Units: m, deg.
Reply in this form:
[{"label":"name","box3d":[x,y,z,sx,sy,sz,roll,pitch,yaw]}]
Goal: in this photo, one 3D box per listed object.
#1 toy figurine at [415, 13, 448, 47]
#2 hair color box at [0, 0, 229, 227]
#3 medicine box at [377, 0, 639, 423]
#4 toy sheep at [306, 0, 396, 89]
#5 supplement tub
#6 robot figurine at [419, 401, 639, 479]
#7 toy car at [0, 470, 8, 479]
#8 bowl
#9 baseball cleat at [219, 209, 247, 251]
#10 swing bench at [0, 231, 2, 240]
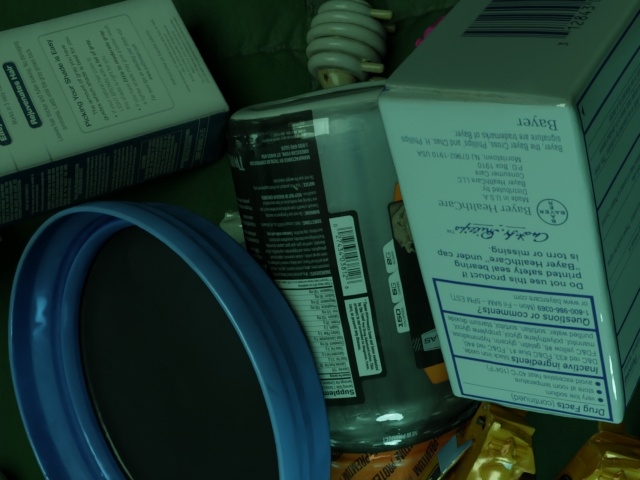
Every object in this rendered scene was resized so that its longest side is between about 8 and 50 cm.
[{"label":"toy figurine","box3d":[0.165,-0.163,1.219,0.159,0.130,0.173,-11,102,43]},{"label":"hair color box","box3d":[-0.290,-0.128,1.344,0.173,0.347,0.105,62,156,23]},{"label":"medicine box","box3d":[0.192,-0.054,1.010,0.149,0.263,0.289,6,128,31]},{"label":"toy sheep","box3d":[0.029,-0.203,1.304,0.091,0.091,0.132,0,69,31]},{"label":"supplement tub","box3d":[0.043,0.032,1.152,0.207,0.207,0.337,-5,102,30]},{"label":"robot figurine","box3d":[0.153,0.270,1.104,0.211,0.085,0.291,18,117,-9]},{"label":"toy car","box3d":[-0.399,0.357,1.460,0.182,0.159,0.136,32,136,30]},{"label":"bowl","box3d":[-0.144,0.149,1.178,0.391,0.077,0.391,18,116,40]},{"label":"baseball cleat","box3d":[0.000,0.000,1.309,0.206,0.072,0.109,-7,105,24]},{"label":"swing bench","box3d":[-0.521,0.014,1.484,0.253,0.254,0.165,-33,99,0]}]
